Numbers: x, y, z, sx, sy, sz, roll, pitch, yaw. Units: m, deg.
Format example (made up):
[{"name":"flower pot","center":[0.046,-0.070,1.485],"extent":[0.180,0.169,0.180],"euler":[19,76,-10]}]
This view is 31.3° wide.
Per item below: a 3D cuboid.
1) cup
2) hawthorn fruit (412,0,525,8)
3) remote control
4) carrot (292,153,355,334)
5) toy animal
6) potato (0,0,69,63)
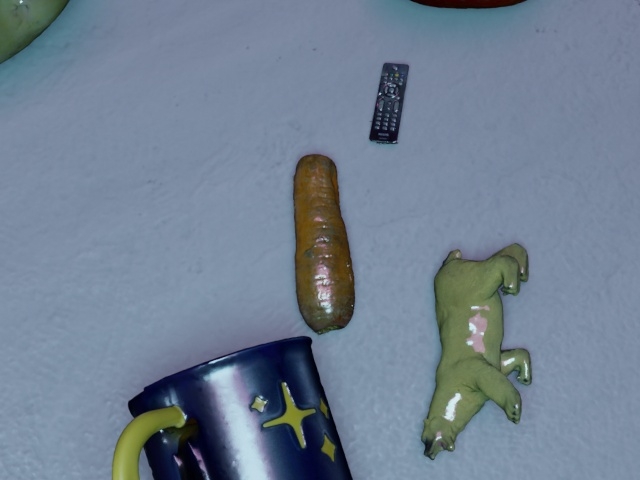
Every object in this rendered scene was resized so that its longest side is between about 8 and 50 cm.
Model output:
[{"name":"cup","center":[-0.084,0.240,0.991],"extent":[0.255,0.178,0.256],"euler":[-10,75,-36]},{"name":"hawthorn fruit","center":[0.176,-0.323,1.172],"extent":[0.251,0.189,0.190],"euler":[7,75,-5]},{"name":"remote control","center":[0.073,-0.143,1.204],"extent":[0.034,0.016,0.091],"euler":[6,74,15]},{"name":"carrot","center":[0.000,0.000,1.141],"extent":[0.060,0.060,0.186],"euler":[-5,75,-4]},{"name":"toy animal","center":[0.150,0.104,1.113],"extent":[0.101,0.103,0.219],"euler":[-3,76,16]},{"name":"potato","center":[-0.380,-0.280,1.111],"extent":[0.326,0.221,0.243],"euler":[-15,67,-10]}]
